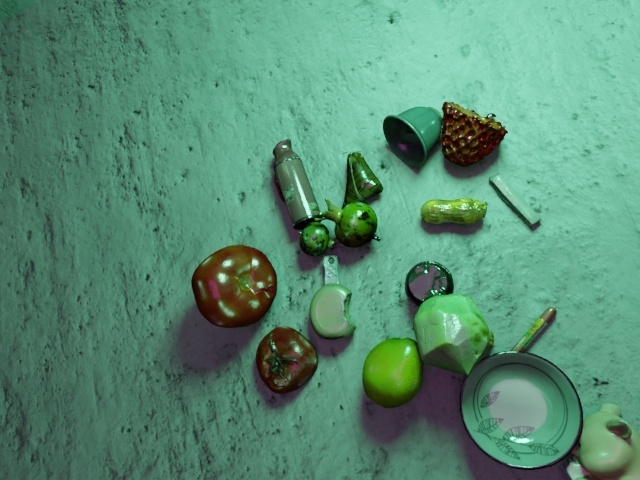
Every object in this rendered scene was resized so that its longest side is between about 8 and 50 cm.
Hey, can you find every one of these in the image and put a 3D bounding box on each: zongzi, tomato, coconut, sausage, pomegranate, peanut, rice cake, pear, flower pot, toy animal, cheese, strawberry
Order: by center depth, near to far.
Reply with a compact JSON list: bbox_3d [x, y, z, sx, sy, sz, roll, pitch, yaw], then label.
[{"bbox_3d":[0.761,0.592,1.129,0.212,0.195,0.256,-33,75,20],"label":"toy animal"},{"bbox_3d":[0.379,0.275,1.240,0.204,0.235,0.236,-31,73,24],"label":"coconut"},{"bbox_3d":[0.633,0.281,1.292,0.029,0.029,0.223,41,94,19],"label":"sausage"},{"bbox_3d":[0.227,0.392,1.317,0.187,0.187,0.220,22,104,19],"label":"pear"},{"bbox_3d":[0.613,-0.132,1.365,0.047,0.036,0.207,-35,72,-4],"label":"rice cake"},{"bbox_3d":[0.341,0.139,1.366,0.157,0.107,0.158,-2,82,17],"label":"flower pot"},{"bbox_3d":[0.465,-0.336,1.384,0.233,0.234,0.178,34,119,19],"label":"strawberry"},{"bbox_3d":[0.427,-0.093,1.390,0.206,0.087,0.087,0,81,19],"label":"peanut"},{"bbox_3d":[0.091,-0.059,1.431,0.220,0.156,0.156,15,84,-22],"label":"pomegranate"},{"bbox_3d":[0.042,0.189,1.462,0.163,0.082,0.287,-3,79,16],"label":"cheese"},{"bbox_3d":[-0.129,0.412,1.468,0.227,0.101,0.228,-2,83,19],"label":"tomato"},{"bbox_3d":[-0.306,0.157,1.494,0.226,0.298,0.299,-17,72,55],"label":"tomato"},{"bbox_3d":[0.000,0.000,1.497,0.161,0.122,0.122,11,83,-9],"label":"pomegranate"},{"bbox_3d":[0.102,-0.204,1.516,0.184,0.084,0.187,-36,65,19],"label":"zongzi"}]

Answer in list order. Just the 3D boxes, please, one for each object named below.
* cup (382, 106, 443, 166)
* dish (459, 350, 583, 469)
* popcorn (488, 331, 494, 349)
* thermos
[{"bbox_3d":[0.327,-0.370,1.432,0.150,0.199,0.199,-40,71,-11],"label":"cup"},{"bbox_3d":[0.564,0.477,1.233,0.316,0.106,0.317,-6,72,19],"label":"dish"},{"bbox_3d":[0.502,0.300,1.316,0.083,0.068,0.059,40,105,-16],"label":"popcorn"},{"bbox_3d":[-0.098,-0.205,1.567,0.109,0.136,0.331,-16,75,-15],"label":"thermos"}]
